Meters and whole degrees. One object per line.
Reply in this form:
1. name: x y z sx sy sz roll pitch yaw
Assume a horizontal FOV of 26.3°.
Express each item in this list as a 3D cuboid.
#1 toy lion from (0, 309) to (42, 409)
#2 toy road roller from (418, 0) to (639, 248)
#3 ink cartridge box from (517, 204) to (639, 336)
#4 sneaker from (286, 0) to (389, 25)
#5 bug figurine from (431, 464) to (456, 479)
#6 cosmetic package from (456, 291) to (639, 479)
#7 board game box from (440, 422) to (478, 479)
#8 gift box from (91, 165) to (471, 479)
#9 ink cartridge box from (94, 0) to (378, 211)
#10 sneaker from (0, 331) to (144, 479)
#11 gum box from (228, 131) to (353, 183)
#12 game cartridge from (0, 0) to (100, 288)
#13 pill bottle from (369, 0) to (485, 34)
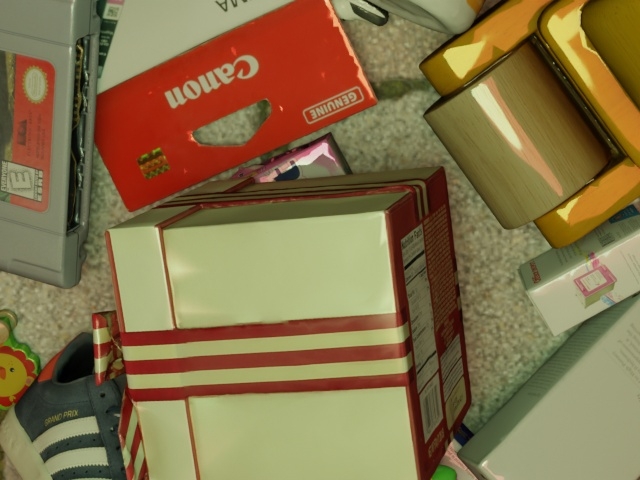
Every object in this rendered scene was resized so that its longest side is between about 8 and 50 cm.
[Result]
1. toy lion: -0.323 0.120 1.328 0.100 0.034 0.096 -9 108 6
2. toy road roller: 0.252 -0.143 1.120 0.329 0.240 0.202 -36 96 10
3. ink cartridge box: 0.245 0.026 1.232 0.122 0.088 0.052 -29 101 10
4. sneaker: 0.009 -0.214 1.232 0.109 0.040 0.043 23 111 6
5. bug figurine: 0.053 0.295 1.208 0.216 0.072 0.279 -28 118 11
6. cosmetic package: 0.245 0.155 1.224 0.231 0.085 0.117 -43 95 -9
7. board game box: 0.089 0.298 1.305 0.233 0.078 0.347 -44 95 11
8. gift box: -0.031 0.090 1.109 0.258 0.255 0.276 -3 96 18
9. ink cartridge box: -0.121 -0.174 1.218 0.275 0.060 0.239 -23 98 17
10. sneaker: -0.168 0.189 1.193 0.131 0.350 0.148 32 92 -42
11. gum box: 0.000 0.000 1.259 0.107 0.062 0.188 -27 98 9
12. game cartridge: -0.297 -0.113 1.226 0.196 0.060 0.294 15 113 21
13. pill bottle: 0.113 -0.325 1.129 0.162 0.162 0.278 28 92 -1
